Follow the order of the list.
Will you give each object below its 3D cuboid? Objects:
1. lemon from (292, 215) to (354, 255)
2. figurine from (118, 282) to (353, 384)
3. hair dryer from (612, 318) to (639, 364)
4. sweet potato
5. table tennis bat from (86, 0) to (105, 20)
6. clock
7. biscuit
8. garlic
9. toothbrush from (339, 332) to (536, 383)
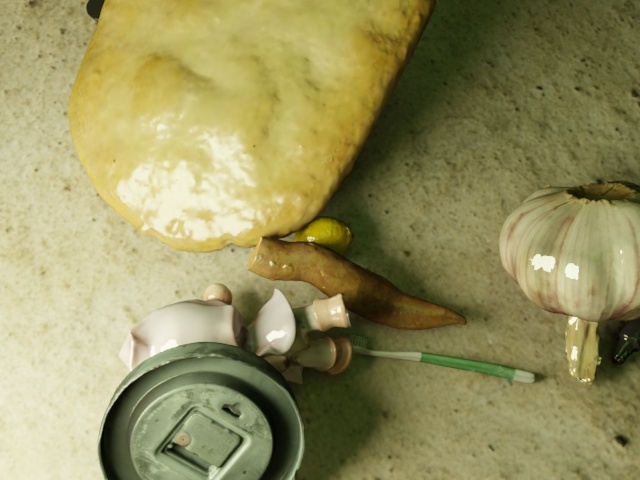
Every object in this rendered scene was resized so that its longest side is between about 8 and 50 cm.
[{"bbox_3d":[0.000,0.000,1.095,0.092,0.065,0.065,-16,65,9],"label":"lemon"},{"bbox_3d":[-0.096,0.129,0.989,0.275,0.133,0.200,-9,62,-9],"label":"figurine"},{"bbox_3d":[0.468,0.073,1.091,0.114,0.070,0.248,35,71,13],"label":"hair dryer"},{"bbox_3d":[0.047,0.060,1.051,0.281,0.067,0.059,23,30,-13],"label":"sweet potato"},{"bbox_3d":[-0.326,-0.372,1.279,0.050,0.007,0.083,29,68,10],"label":"table tennis bat"},{"bbox_3d":[-0.129,0.217,0.916,0.225,0.049,0.226,-2,109,-7],"label":"clock"},{"bbox_3d":[-0.135,-0.208,1.097,0.429,0.104,0.446,27,86,12],"label":"biscuit"},{"bbox_3d":[0.345,0.056,1.038,0.245,0.245,0.253,0,101,-4],"label":"garlic"},{"bbox_3d":[0.147,0.152,1.057,0.257,0.018,0.024,11,58,2],"label":"toothbrush"}]
